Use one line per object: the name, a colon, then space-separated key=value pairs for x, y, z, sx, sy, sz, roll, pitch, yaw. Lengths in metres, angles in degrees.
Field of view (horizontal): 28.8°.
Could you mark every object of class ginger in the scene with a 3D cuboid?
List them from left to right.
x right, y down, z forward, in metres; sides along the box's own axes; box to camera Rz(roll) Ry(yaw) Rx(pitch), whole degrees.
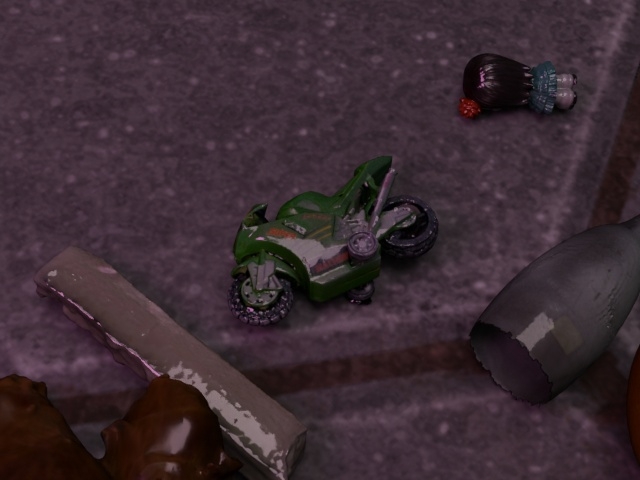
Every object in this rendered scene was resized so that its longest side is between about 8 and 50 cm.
ginger: x=-0.122 y=0.233 z=0.809 sx=0.357 sy=0.152 sz=0.274 roll=34 pitch=73 yaw=12

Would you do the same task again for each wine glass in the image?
wine glass: x=0.274 y=-0.019 z=0.935 sx=0.309 sy=0.264 sz=0.096 roll=-40 pitch=88 yaw=-23

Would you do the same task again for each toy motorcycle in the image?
toy motorcycle: x=0.000 y=0.000 z=1.011 sx=0.190 sy=0.074 sz=0.106 roll=-25 pitch=59 yaw=-18

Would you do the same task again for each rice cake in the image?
rice cake: x=-0.114 y=0.097 z=0.950 sx=0.256 sy=0.052 sz=0.057 roll=37 pitch=31 yaw=14

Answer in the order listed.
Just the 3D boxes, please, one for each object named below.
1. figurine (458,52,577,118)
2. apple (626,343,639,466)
figurine: x=0.176 y=-0.134 z=1.112 sx=0.105 sy=0.047 sz=0.060 roll=5 pitch=97 yaw=-11
apple: x=0.322 y=0.120 z=0.907 sx=0.195 sy=0.196 sz=0.196 roll=2 pitch=62 yaw=-4
